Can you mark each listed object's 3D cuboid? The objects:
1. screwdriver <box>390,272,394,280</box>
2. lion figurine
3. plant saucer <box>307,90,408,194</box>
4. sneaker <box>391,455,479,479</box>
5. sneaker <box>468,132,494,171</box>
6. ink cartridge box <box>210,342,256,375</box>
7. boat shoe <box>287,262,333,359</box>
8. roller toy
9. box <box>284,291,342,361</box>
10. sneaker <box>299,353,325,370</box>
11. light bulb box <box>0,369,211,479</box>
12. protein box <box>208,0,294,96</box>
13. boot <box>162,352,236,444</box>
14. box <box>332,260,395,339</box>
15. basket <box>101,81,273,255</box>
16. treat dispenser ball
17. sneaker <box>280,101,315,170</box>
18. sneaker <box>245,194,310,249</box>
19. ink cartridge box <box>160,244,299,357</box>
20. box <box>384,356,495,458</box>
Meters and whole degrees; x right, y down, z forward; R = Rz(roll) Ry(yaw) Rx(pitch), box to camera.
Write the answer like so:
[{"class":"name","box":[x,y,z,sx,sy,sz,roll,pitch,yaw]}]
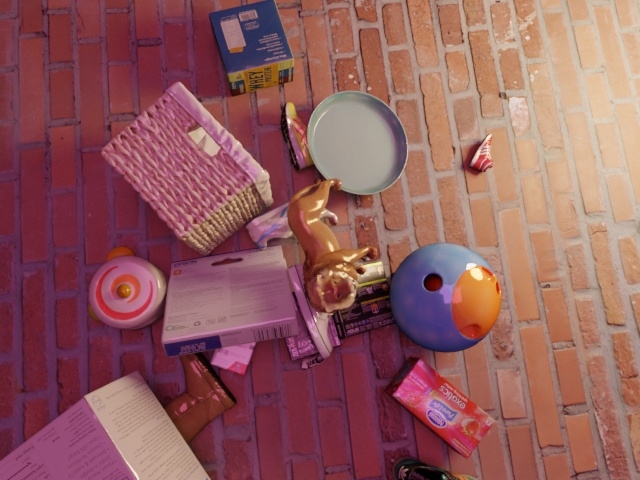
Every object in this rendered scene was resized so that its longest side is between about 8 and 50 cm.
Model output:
[{"class":"screwdriver","box":[0.233,0.175,1.492,0.025,0.024,0.170,-15,87,23]},{"class":"lion figurine","box":[0.000,0.000,1.338,0.240,0.142,0.392,-13,62,-38]},{"class":"plant saucer","box":[0.107,-0.284,1.525,0.317,0.043,0.318,3,79,-17]},{"class":"sneaker","box":[0.338,0.661,1.353,0.302,0.121,0.108,20,79,-1]},{"class":"sneaker","box":[0.510,-0.264,1.580,0.067,0.042,0.118,31,86,6]},{"class":"ink cartridge box","box":[-0.229,0.286,1.414,0.099,0.056,0.135,20,79,-1]},{"class":"boat shoe","box":[-0.008,0.177,1.352,0.084,0.095,0.258,-20,82,-3]},{"class":"roller toy","box":[-0.504,0.138,1.376,0.191,0.146,0.209,24,78,0]},{"class":"box","box":[-0.037,0.226,1.429,0.147,0.077,0.180,-17,81,-8]},{"class":"sneaker","box":[-0.020,0.333,1.431,0.083,0.037,0.032,-28,84,-7]},{"class":"light bulb box","box":[-0.507,0.569,1.204,0.358,0.225,0.361,-37,84,11]},{"class":"protein box","box":[-0.202,-0.570,1.537,0.199,0.136,0.201,-17,81,-7]},{"class":"boot","box":[-0.391,0.431,1.361,0.269,0.089,0.236,-37,83,-8]},{"class":"box","box":[0.113,0.162,1.433,0.190,0.045,0.184,-10,77,-32]},{"class":"basket","box":[-0.328,-0.166,1.355,0.266,0.331,0.328,-43,85,-8]},{"class":"treat dispenser ball","box":[0.326,0.149,1.366,0.288,0.288,0.288,1,79,-4]},{"class":"sneaker","box":[-0.057,-0.313,1.536,0.094,0.081,0.208,-15,86,-15]},{"class":"sneaker","box":[-0.096,-0.058,1.480,0.228,0.087,0.092,-29,92,-5]},{"class":"ink cartridge box","box":[-0.238,0.148,1.364,0.324,0.330,0.071,-9,122,-5]},{"class":"box","box":[0.315,0.443,1.391,0.257,0.122,0.128,40,80,4]}]
